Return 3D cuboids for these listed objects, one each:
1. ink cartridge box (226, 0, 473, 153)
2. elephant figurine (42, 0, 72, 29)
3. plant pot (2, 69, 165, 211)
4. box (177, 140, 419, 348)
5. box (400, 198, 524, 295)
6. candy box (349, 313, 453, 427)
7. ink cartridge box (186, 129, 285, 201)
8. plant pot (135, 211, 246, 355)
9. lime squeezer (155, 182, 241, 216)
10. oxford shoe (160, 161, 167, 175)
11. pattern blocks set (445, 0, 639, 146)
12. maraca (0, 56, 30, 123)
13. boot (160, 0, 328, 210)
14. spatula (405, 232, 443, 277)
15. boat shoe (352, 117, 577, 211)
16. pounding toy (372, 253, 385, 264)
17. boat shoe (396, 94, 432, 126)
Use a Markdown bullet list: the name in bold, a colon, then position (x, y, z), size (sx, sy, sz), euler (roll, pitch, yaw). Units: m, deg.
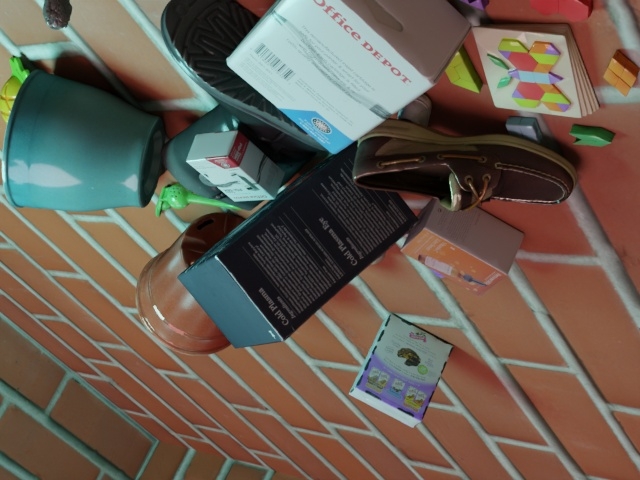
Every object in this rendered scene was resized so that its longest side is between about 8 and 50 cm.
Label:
- **ink cartridge box**: position (0.034, -0.279, 1.551), size (0.223, 0.129, 0.307), euler (40, 153, -11)
- **elephant figurine**: position (-0.373, -0.454, 1.505), size (0.186, 0.239, 0.169), euler (30, 155, -6)
- **plant pot**: position (-0.445, -0.176, 2.111), size (0.255, 0.272, 0.272), euler (10, 153, 3)
- **box**: position (-0.050, 0.018, 1.881), size (0.179, 0.312, 0.343), euler (50, 161, -5)
- **box**: position (0.252, 0.005, 1.937), size (0.170, 0.091, 0.130), euler (29, 155, -3)
- **candy box**: position (0.181, 0.288, 2.418), size (0.165, 0.196, 0.070), euler (28, 155, 0)
- **ink cartridge box**: position (-0.141, -0.122, 1.815), size (0.099, 0.056, 0.135), euler (-2, 150, 39)
- **plant pot**: position (-0.246, 0.082, 2.405), size (0.272, 0.272, 0.265), euler (31, 146, -7)
- **lime squeezer**: position (-0.306, -0.090, 2.372), size (0.110, 0.059, 0.310), euler (5, 173, -42)
- **oxford shoe**: position (-0.385, -0.133, 2.297), size (0.083, 0.096, 0.227), euler (34, 153, -9)
- **pattern blocks set**: position (0.297, -0.237, 1.511), size (0.285, 0.026, 0.325), euler (2, 145, 43)
- **maraca**: position (-0.602, -0.289, 2.212), size (0.127, 0.099, 0.186), euler (47, 148, 25)
- **boot**: position (-0.178, -0.222, 1.895), size (0.367, 0.146, 0.445), euler (37, 158, -15)
- **spatula**: position (0.133, -0.026, 2.066), size (0.296, 0.030, 0.084), euler (33, 153, -10)
- **boat shoe**: position (0.216, -0.092, 1.659), size (0.342, 0.123, 0.123), euler (13, 147, 3)
- **pounding toy**: position (0.000, 0.000, 2.196), size (0.237, 0.110, 0.183), euler (-25, 117, 24)
- **boat shoe**: position (0.145, -0.164, 1.753), size (0.066, 0.063, 0.184), euler (24, 154, 7)
